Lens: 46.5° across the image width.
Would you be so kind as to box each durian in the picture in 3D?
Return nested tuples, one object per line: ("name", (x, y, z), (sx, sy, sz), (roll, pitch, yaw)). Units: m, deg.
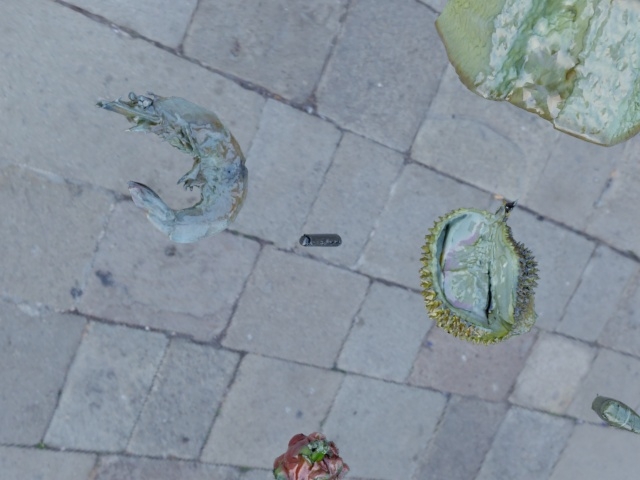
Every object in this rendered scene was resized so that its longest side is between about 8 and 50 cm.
("durian", (0.245, 0.051, 1.176), (0.237, 0.194, 0.137), (-59, 170, -21))

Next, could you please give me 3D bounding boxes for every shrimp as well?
("shrimp", (-0.253, -0.133, 1.302), (0.360, 0.085, 0.246), (38, 64, -47))

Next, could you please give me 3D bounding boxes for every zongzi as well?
("zongzi", (0.711, 0.418, 1.764), (0.131, 0.154, 0.062), (29, 88, 5))

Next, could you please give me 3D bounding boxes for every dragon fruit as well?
("dragon fruit", (-0.023, 0.448, 1.478), (0.137, 0.135, 0.236), (-47, 162, -15))

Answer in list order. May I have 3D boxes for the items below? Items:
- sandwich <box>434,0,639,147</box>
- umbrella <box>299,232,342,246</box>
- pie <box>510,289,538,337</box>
("sandwich", (0.193, -0.188, 0.685), (0.128, 0.236, 0.122), (-23, 134, -53))
("umbrella", (-0.001, 0.000, 1.612), (0.133, 0.036, 0.031), (0, 80, -56))
("pie", (0.420, 0.111, 1.852), (0.355, 0.103, 0.288), (0, 74, -37))
